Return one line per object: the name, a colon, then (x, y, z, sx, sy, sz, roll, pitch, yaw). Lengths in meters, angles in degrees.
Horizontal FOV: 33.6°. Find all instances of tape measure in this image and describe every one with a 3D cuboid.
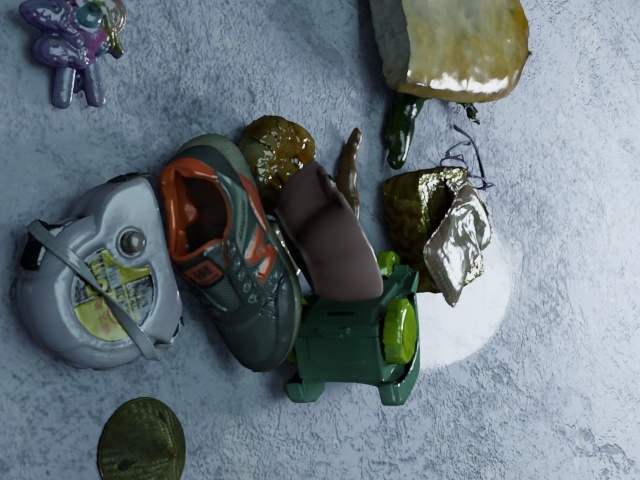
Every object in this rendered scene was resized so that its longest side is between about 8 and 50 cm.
tape measure: (-0.268, 0.055, 1.285, 0.197, 0.120, 0.236, -22, 105, -36)

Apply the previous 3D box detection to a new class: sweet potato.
sweet potato: (0.046, -0.101, 1.722, 0.044, 0.044, 0.179, 20, 62, -45)

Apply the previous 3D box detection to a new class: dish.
dish: (0.000, 0.000, 1.473, 0.090, 0.213, 0.213, -26, 108, -7)

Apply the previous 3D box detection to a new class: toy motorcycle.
toy motorcycle: (0.077, 0.147, 1.632, 0.326, 0.191, 0.200, -38, 124, -64)

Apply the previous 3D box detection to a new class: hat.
hat: (-0.207, 0.273, 1.356, 0.146, 0.067, 0.146, 10, 77, -47)

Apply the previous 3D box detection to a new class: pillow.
pillow: (0.233, 0.001, 1.780, 0.135, 0.034, 0.211, 58, 46, -26)

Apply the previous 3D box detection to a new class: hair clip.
hair clip: (-0.313, -0.306, 1.315, 0.137, 0.090, 0.278, -9, 90, -40)

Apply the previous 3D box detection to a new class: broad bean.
broad bean: (0.191, -0.233, 1.894, 0.292, 0.049, 0.144, -32, 102, -44)

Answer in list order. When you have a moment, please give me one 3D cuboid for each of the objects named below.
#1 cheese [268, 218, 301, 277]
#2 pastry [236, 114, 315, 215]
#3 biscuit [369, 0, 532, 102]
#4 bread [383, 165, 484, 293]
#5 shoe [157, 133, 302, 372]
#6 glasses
cheese: (-0.073, 0.068, 1.562, 0.097, 0.037, 0.192, 32, 60, -40)
pastry: (-0.066, -0.111, 1.568, 0.153, 0.081, 0.153, 4, 83, -38)
biscuit: (0.225, -0.453, 1.920, 0.446, 0.104, 0.429, -2, 75, -47)
bread: (0.194, -0.017, 1.833, 0.181, 0.096, 0.222, -20, 101, -46)
shoe: (-0.130, 0.030, 1.401, 0.171, 0.132, 0.336, -38, 111, -69)
glasses: (0.277, -0.165, 1.975, 0.140, 0.062, 0.104, 36, 57, -40)
